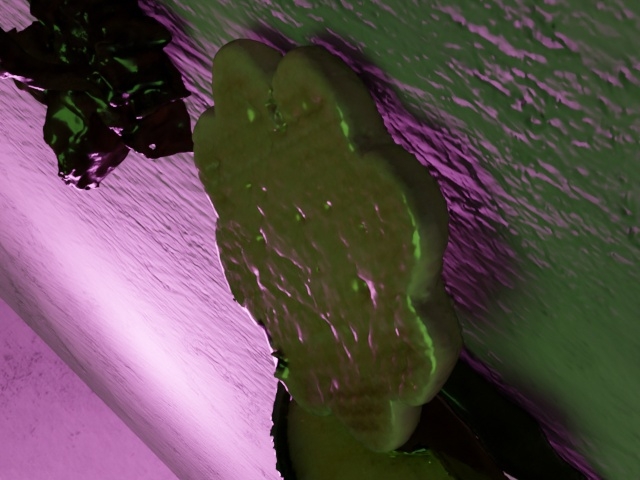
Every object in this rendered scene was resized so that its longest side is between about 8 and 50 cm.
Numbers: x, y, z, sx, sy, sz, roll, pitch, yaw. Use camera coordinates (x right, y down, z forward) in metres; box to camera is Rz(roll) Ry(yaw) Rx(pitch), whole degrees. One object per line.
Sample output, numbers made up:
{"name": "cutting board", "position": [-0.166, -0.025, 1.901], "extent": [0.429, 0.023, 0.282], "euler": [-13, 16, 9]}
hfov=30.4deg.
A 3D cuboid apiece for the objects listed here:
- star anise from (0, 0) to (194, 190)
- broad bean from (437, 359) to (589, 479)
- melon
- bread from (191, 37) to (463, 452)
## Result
{"name": "star anise", "position": [-0.219, -0.167, 0.975], "extent": [0.237, 0.148, 0.346], "euler": [34, 165, 31]}
{"name": "broad bean", "position": [0.137, 0.146, 0.936], "extent": [0.256, 0.052, 0.053], "euler": [45, 166, 16]}
{"name": "melon", "position": [0.066, 0.191, 0.971], "extent": [0.169, 0.129, 0.265], "euler": [38, -172, -41]}
{"name": "bread", "position": [0.000, 0.000, 0.852], "extent": [0.316, 0.054, 0.316], "euler": [39, 140, 43]}
